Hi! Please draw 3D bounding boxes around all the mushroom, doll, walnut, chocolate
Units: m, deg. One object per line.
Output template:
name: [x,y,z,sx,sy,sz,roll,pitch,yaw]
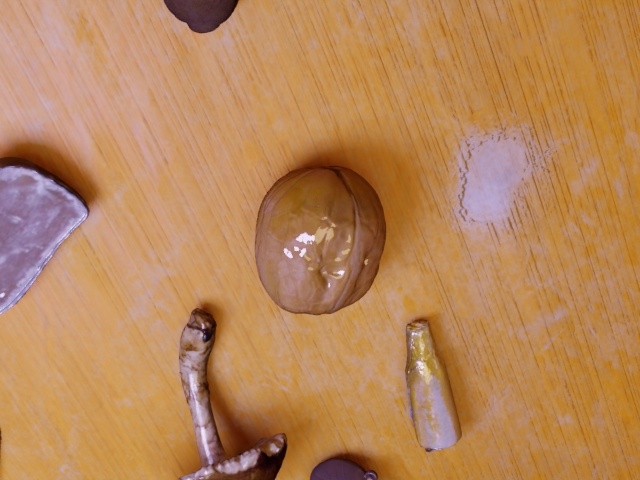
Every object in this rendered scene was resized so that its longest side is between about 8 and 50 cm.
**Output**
mushroom: [-0.158,0.292,1.304,0.207,0.233,0.302,17,64,-23]
doll: [0.023,0.440,1.403,0.188,0.096,0.145,-19,98,26]
walnut: [0.000,0.000,1.186,0.193,0.193,0.226,-1,120,-8]
chocolate: [-0.457,-0.012,1.165,0.157,0.080,0.254,36,104,-33]
chocolate: [0.178,0.232,1.353,0.085,0.086,0.220,-13,107,-3]

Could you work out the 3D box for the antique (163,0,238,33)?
antique: [-0.129,-0.392,1.040,0.121,0.143,0.257,21,104,-13]
